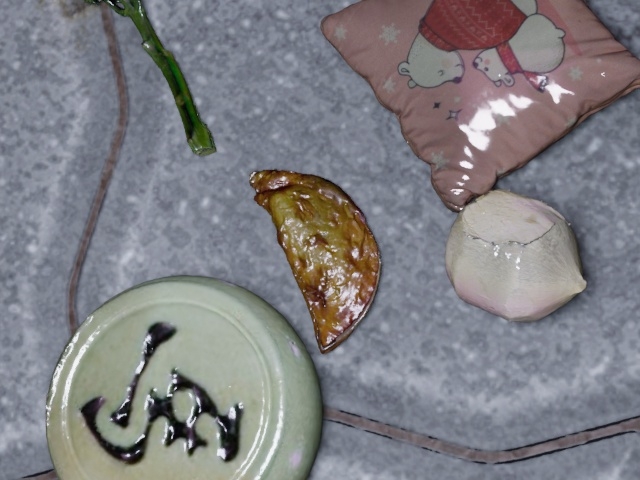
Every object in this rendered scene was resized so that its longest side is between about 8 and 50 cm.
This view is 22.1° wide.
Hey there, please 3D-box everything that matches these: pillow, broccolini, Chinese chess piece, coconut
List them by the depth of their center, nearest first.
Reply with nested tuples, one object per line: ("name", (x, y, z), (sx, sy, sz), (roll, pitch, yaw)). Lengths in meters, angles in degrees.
("coconut", (0.173, 0.016, 1.415), (0.124, 0.110, 0.110), (18, 81, 22))
("Chinese chess piece", (-0.122, 0.155, 1.460), (0.250, 0.101, 0.250), (-4, 75, 14))
("pillow", (0.150, -0.170, 1.484), (0.223, 0.084, 0.236), (-36, 73, 1))
("broccolini", (-0.168, -0.193, 1.587), (0.071, 0.057, 0.254), (-50, 59, 44))

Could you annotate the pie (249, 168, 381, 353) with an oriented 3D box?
("pie", (0.003, 0.001, 1.505), (0.088, 0.033, 0.191), (-25, 71, 3))
